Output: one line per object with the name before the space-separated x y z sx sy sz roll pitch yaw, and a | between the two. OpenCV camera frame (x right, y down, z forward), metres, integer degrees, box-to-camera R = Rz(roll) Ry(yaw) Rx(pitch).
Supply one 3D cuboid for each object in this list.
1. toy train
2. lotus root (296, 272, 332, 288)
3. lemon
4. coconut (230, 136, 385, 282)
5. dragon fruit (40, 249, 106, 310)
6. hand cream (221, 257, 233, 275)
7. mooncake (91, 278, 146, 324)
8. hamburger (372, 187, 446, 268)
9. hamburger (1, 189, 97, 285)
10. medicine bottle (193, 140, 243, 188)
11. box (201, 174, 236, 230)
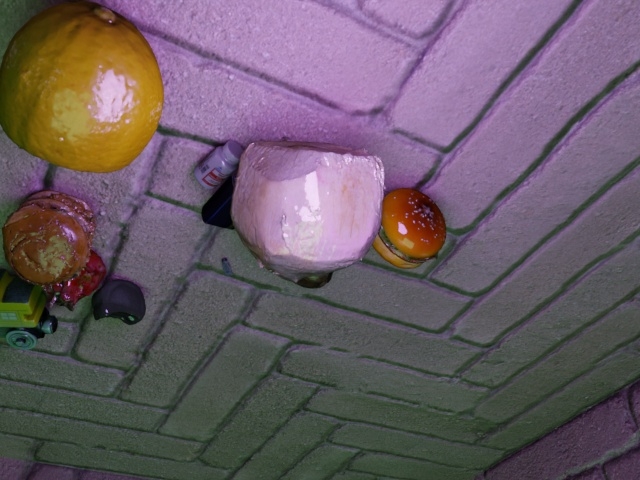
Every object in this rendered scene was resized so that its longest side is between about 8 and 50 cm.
toy train | -1.112 0.226 2.090 0.441 0.179 0.272 2 130 -5
lotus root | -0.054 0.081 2.018 0.213 0.138 0.138 12 136 -11
lemon | -0.504 -0.349 1.374 0.364 0.364 0.364 -2 138 -1
coconut | -0.038 -0.067 1.608 0.404 0.405 0.405 -2 138 -1
dragon fruit | -0.774 0.123 1.972 0.134 0.212 0.262 -11 143 20
hand cream | -0.313 0.091 2.091 0.030 0.019 0.093 -4 140 3
mooncake | -0.674 0.218 2.103 0.175 0.168 0.104 42 124 -20
hamburger | 0.261 -0.046 1.812 0.246 0.246 0.170 19 142 -22
hamburger | -0.759 -0.006 1.797 0.245 0.211 0.261 -17 112 5
medicine bottle | -0.275 -0.208 1.721 0.140 0.079 0.079 -34 129 30
box | -0.192 -0.089 1.821 0.259 0.071 0.168 13 138 -40
